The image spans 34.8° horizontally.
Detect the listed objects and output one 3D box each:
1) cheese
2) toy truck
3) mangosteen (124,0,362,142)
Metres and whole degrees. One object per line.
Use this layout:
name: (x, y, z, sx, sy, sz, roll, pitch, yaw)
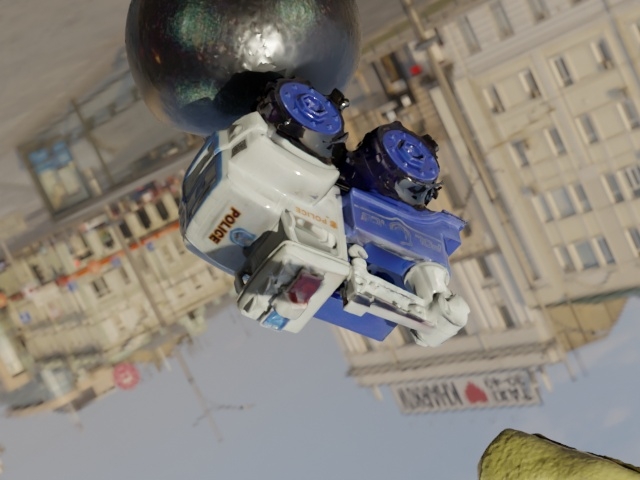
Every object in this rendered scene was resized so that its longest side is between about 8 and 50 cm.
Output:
cheese: (0.101, 0.102, 0.406, 0.083, 0.030, 0.044, 16, -139, 29)
toy truck: (0.000, 0.000, 0.777, 0.161, 0.213, 0.177, -51, -150, 34)
mangosteen: (-0.066, -0.196, 0.907, 0.242, 0.243, 0.243, -25, -174, 3)
